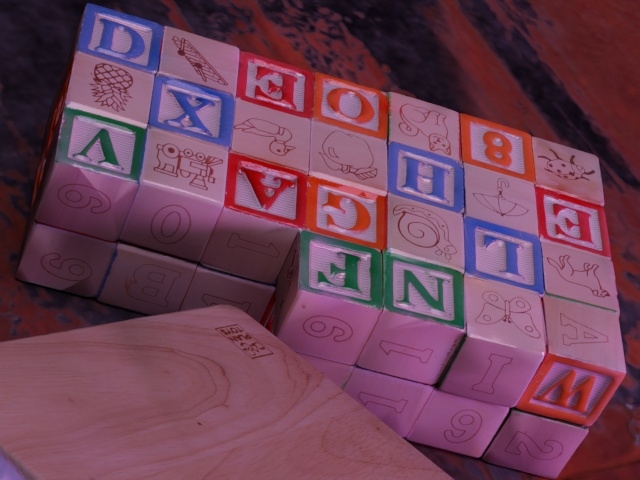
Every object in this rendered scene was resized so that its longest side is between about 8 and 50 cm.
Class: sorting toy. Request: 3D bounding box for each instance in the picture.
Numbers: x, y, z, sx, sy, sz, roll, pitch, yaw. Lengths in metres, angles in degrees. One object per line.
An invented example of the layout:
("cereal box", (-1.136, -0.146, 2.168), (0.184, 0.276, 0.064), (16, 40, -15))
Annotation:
("sorting toy", (-0.024, 0.145, 0.804), (0.255, 0.089, 0.257), (38, 17, 19))

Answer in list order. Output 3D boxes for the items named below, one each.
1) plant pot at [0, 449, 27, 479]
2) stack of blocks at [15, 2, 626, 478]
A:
("plant pot", (-0.248, 0.155, 0.591), (0.293, 0.293, 0.235), (28, 56, 2))
("stack of blocks", (0.000, 0.000, 1.024), (0.297, 0.087, 0.171), (16, 41, -12))
